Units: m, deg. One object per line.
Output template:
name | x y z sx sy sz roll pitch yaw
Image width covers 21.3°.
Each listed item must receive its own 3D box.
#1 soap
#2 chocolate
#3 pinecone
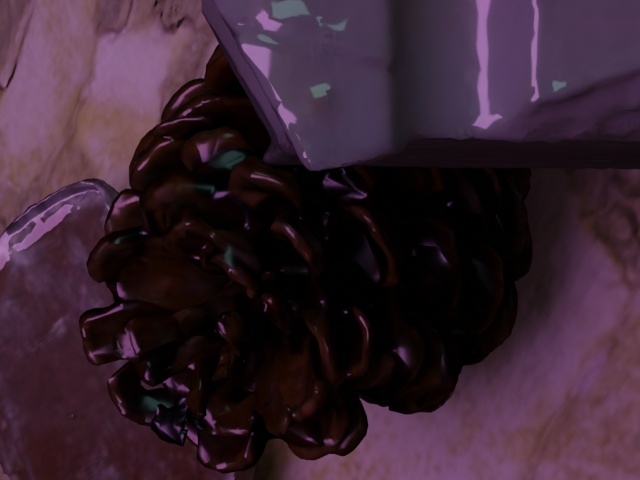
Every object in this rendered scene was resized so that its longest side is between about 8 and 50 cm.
soap | 0.120 -0.240 0.683 0.350 0.213 0.435 -3 88 -4
chocolate | -0.130 0.097 1.089 0.157 0.080 0.254 -39 65 17
pinecone | 0.000 0.000 0.869 0.224 0.272 0.224 8 116 16
